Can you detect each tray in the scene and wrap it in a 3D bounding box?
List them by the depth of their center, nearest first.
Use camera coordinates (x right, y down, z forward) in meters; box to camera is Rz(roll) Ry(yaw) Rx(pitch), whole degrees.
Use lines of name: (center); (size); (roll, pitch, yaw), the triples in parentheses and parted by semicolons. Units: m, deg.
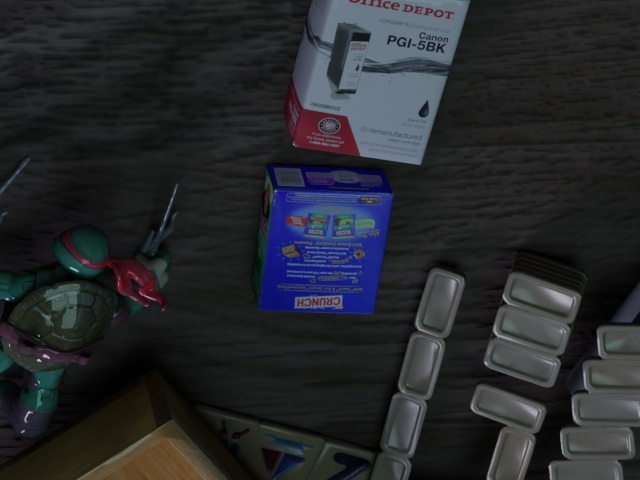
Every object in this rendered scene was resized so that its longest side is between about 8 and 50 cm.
tray: (-0.099, 0.295, 1.597); (0.203, 0.076, 0.411); (-33, 127, 7)

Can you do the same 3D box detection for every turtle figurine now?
turtle figurine: (-0.201, 0.044, 1.434); (0.175, 0.118, 0.234); (21, 122, -21)

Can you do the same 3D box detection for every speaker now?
speaker: (0.251, 0.076, 1.562); (0.055, 0.055, 0.136); (24, 116, -23)

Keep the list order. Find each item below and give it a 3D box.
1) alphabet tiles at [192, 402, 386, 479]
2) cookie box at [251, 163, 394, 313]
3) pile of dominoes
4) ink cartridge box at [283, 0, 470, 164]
alphabet tiles: (-0.090, 0.289, 1.664); (0.285, 0.011, 0.342); (16, 118, -20)
cookie box: (0.000, 0.000, 1.478); (0.091, 0.040, 0.107); (2, 121, -12)
pile of dominoes: (0.157, 0.133, 1.570); (0.196, 0.040, 0.251); (18, 119, 7)
ink cartridge box: (0.038, -0.129, 1.394); (0.099, 0.056, 0.135); (7, 121, -13)
